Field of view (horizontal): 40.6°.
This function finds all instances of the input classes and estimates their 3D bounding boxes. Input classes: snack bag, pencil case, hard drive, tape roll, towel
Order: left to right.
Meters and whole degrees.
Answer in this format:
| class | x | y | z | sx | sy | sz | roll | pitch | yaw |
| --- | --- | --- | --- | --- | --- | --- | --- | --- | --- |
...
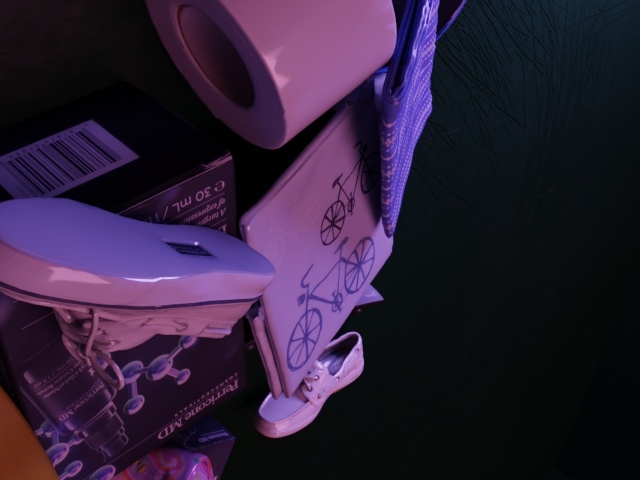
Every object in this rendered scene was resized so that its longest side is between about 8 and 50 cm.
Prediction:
| class | x | y | z | sx | sy | sz | roll | pitch | yaw |
| --- | --- | --- | --- | --- | --- | --- | --- | --- | --- |
| pencil case | -0.287 | 0.311 | 1.151 | 0.124 | 0.284 | 0.124 | 11 | 90 | -78 |
| tape roll | -0.058 | -0.248 | 0.968 | 0.169 | 0.246 | 0.246 | -41 | 145 | -18 |
| hard drive | -0.032 | 0.125 | 1.438 | 0.255 | 0.054 | 0.172 | -9 | 163 | -48 |
| snack bag | 0.000 | 0.000 | 1.159 | 0.323 | 0.037 | 0.342 | -52 | 147 | -34 |
| towel | 0.123 | -0.181 | 1.154 | 0.336 | 0.040 | 0.243 | 82 | 23 | -62 |

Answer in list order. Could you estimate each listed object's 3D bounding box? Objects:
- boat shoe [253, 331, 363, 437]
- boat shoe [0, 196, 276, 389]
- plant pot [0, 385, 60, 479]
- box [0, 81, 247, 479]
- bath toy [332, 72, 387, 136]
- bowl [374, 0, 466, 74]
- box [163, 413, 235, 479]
| class | x | y | z | sx | sy | sz | roll | pitch | yaw |
| --- | --- | --- | --- | --- | --- | --- | --- | --- | --- |
| boat shoe | -0.021 | 0.255 | 1.608 | 0.277 | 0.098 | 0.096 | -36 | 143 | -40 |
| boat shoe | -0.192 | 0.061 | 0.819 | 0.156 | 0.136 | 0.367 | -59 | 156 | 12 |
| plant pot | -0.417 | 0.220 | 0.848 | 0.212 | 0.212 | 0.187 | -52 | 139 | -60 |
| box | -0.269 | 0.067 | 1.024 | 0.293 | 0.212 | 0.395 | -32 | 141 | -31 |
| bath toy | 0.030 | -0.091 | 1.331 | 0.129 | 0.151 | 0.348 | 6 | 115 | -22 |
| bowl | 0.098 | -0.407 | 1.170 | 0.391 | 0.077 | 0.391 | -31 | 140 | -30 |
| box | -0.244 | 0.303 | 1.312 | 0.156 | 0.158 | 0.093 | -3 | 121 | -51 |
